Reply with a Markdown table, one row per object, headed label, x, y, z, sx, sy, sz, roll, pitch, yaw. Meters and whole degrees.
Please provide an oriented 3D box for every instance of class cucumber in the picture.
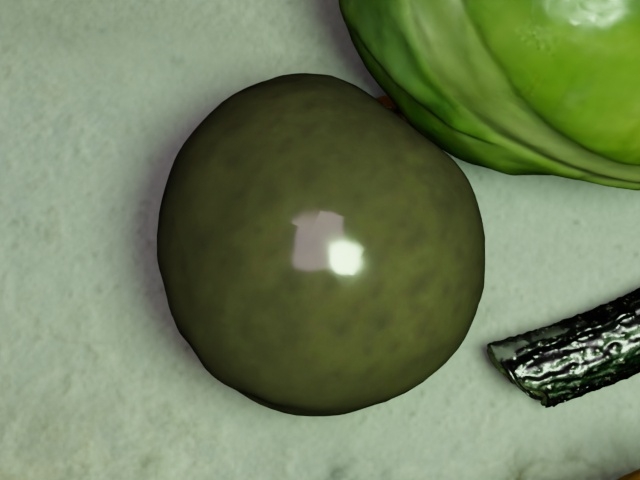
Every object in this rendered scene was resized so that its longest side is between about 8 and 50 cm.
| label | x | y | z | sx | sy | sz | roll | pitch | yaw |
| --- | --- | --- | --- | --- | --- | --- | --- | --- | --- |
| cucumber | 0.249 | 0.062 | 1.201 | 0.245 | 0.067 | 0.067 | -22 | 82 | -3 |

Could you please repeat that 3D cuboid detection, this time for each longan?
| label | x | y | z | sx | sy | sz | roll | pitch | yaw |
| --- | --- | --- | --- | --- | --- | --- | --- | --- | --- |
| longan | 0.000 | 0.000 | 1.140 | 0.248 | 0.248 | 0.248 | 0 | 81 | 1 |

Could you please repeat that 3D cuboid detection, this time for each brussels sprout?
| label | x | y | z | sx | sy | sz | roll | pitch | yaw |
| --- | --- | --- | --- | --- | --- | --- | --- | --- | --- |
| brussels sprout | 0.180 | -0.185 | 1.131 | 0.371 | 0.276 | 0.315 | 44 | 45 | 2 |

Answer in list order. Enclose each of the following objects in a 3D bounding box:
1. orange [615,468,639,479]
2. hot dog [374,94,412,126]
| label | x | y | z | sx | sy | sz | roll | pitch | yaw |
| --- | --- | --- | --- | --- | --- | --- | --- | --- | --- |
| orange | 0.281 | 0.303 | 1.052 | 0.340 | 0.293 | 0.341 | 1 | 96 | 11 |
| hot dog | 0.060 | -0.092 | 1.240 | 0.122 | 0.037 | 0.049 | -22 | 85 | -1 |
